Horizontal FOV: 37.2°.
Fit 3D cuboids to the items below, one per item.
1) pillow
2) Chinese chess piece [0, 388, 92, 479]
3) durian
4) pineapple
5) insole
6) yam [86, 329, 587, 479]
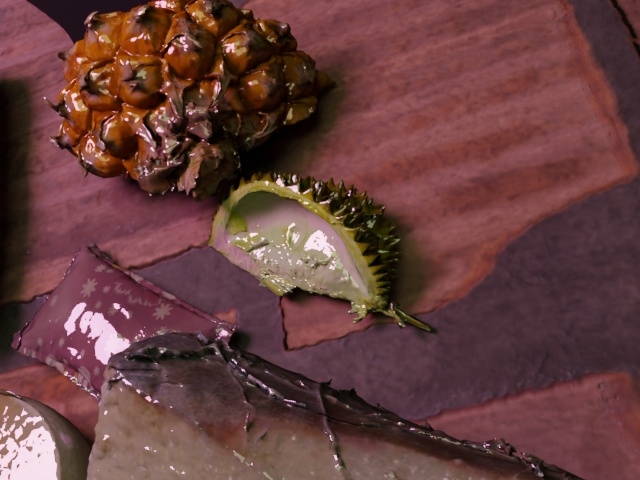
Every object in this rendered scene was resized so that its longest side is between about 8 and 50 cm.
[{"bbox_3d":[-0.164,0.075,0.766,0.185,0.043,0.118,24,70,30],"label":"pillow"},{"bbox_3d":[-0.252,0.206,0.704,0.188,0.083,0.188,-10,55,15],"label":"Chinese chess piece"},{"bbox_3d":[0.000,0.000,0.745,0.215,0.086,0.100,20,103,32],"label":"durian"},{"bbox_3d":[-0.131,-0.117,0.782,0.249,0.140,0.164,-8,37,15],"label":"pineapple"},{"bbox_3d":[-0.225,-0.228,0.987,0.119,0.009,0.348,-42,56,-8],"label":"insole"},{"bbox_3d":[0.021,0.179,0.546,0.271,0.201,0.202,13,91,34],"label":"yam"}]
